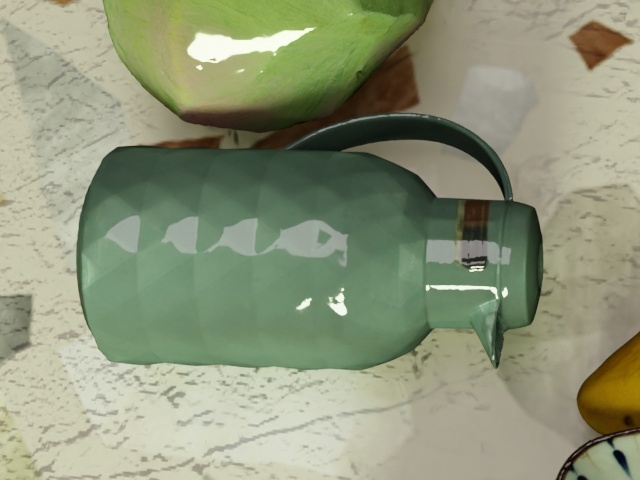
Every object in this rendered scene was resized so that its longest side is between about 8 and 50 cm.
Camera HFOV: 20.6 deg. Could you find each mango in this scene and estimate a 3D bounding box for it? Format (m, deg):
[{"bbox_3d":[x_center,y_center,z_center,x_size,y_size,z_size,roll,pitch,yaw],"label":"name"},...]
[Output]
[{"bbox_3d":[0.213,0.085,1.086,0.114,0.057,0.079,-22,45,11],"label":"mango"}]

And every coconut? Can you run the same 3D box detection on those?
[{"bbox_3d":[-0.029,-0.176,1.181,0.236,0.236,0.205,11,112,18],"label":"coconut"}]

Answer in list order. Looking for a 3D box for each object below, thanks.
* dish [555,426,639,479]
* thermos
[{"bbox_3d":[0.219,0.198,1.038,0.190,0.066,0.191,-5,65,11],"label":"dish"},{"bbox_3d":[0.000,0.000,1.136,0.286,0.145,0.182,0,57,12],"label":"thermos"}]
